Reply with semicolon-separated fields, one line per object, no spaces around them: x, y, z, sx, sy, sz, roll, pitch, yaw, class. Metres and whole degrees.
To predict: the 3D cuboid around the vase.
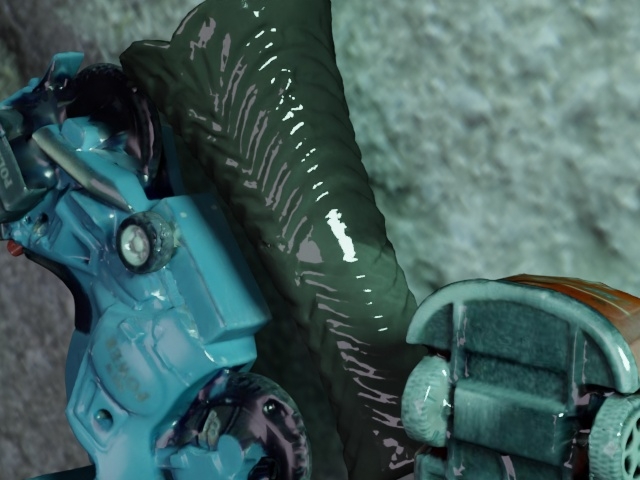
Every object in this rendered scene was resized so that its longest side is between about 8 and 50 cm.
0.000;0.000;0.905;0.115;0.115;0.237;-27;85;39;vase

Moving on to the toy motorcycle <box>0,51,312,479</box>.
-0.107;0.043;0.985;0.182;0.124;0.272;-36;72;37;toy motorcycle

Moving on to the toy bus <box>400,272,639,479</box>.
0.104;0.140;0.833;0.121;0.120;0.265;10;106;37;toy bus
